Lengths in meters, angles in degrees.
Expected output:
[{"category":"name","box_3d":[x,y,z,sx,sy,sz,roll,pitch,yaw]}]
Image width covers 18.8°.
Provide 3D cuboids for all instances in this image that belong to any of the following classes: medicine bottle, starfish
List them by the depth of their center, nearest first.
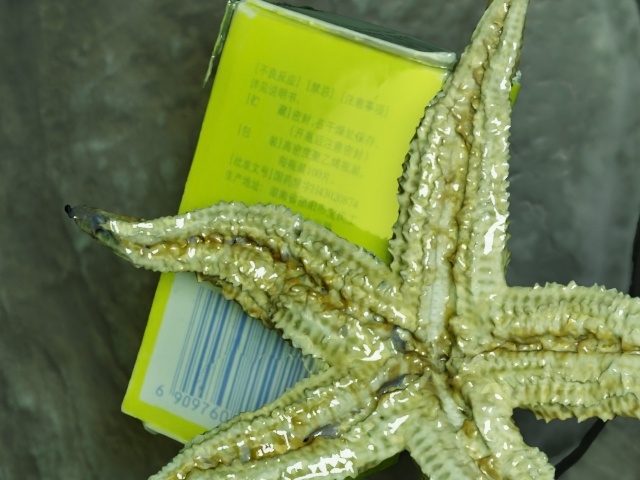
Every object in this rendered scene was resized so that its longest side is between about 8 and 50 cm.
[{"category":"starfish","box_3d":[0.048,0.070,0.931,0.347,0.078,0.358,-24,72,10]},{"category":"medicine bottle","box_3d":[0.000,0.000,1.067,0.141,0.137,0.250,22,101,22]}]
